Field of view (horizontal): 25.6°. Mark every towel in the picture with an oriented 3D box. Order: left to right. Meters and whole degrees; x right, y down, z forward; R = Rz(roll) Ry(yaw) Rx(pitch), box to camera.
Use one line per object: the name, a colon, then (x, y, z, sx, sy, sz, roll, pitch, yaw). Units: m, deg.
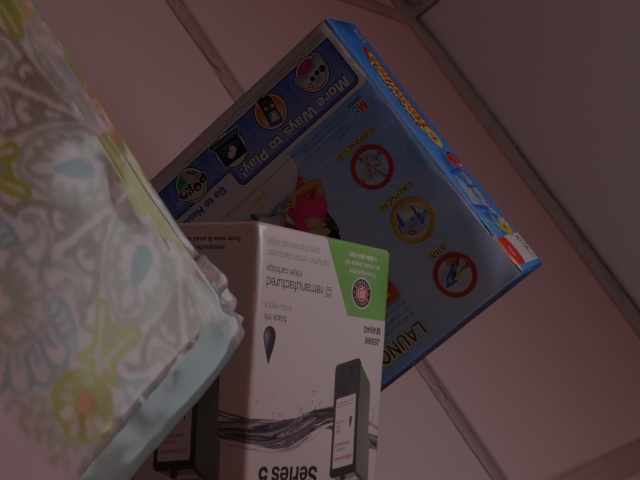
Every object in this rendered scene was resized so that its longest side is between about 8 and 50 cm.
towel: (-0.219, 0.025, 0.736, 0.320, 0.090, 0.374, 57, 38, -13)

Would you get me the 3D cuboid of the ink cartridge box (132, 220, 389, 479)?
ink cartridge box: (-0.046, 0.132, 1.136, 0.198, 0.115, 0.273, 12, 80, -56)

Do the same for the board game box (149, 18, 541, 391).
board game box: (0.000, 0.000, 1.370, 0.302, 0.308, 0.086, 53, 20, 9)
